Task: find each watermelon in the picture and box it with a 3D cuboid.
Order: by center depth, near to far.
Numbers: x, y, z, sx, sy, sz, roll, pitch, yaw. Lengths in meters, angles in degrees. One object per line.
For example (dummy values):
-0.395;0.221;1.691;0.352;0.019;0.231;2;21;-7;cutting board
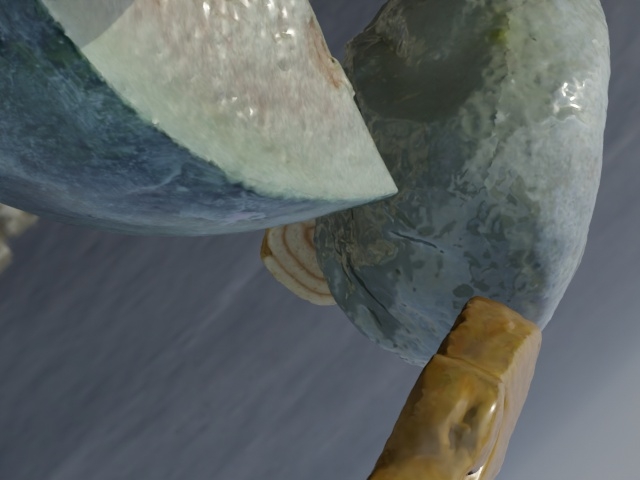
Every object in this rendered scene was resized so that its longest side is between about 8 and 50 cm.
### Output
-0.095;-0.132;0.935;0.387;0.228;0.258;23;74;-54;watermelon

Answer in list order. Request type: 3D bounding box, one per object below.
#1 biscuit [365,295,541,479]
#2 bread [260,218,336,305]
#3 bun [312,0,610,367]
0.023;0.113;0.542;0.184;0.035;0.249;-56;168;-43;biscuit
0.000;0.000;1.708;0.122;0.149;0.073;-32;-149;20;bread
0.105;-0.068;1.320;0.362;0.211;0.361;-173;-90;-89;bun
